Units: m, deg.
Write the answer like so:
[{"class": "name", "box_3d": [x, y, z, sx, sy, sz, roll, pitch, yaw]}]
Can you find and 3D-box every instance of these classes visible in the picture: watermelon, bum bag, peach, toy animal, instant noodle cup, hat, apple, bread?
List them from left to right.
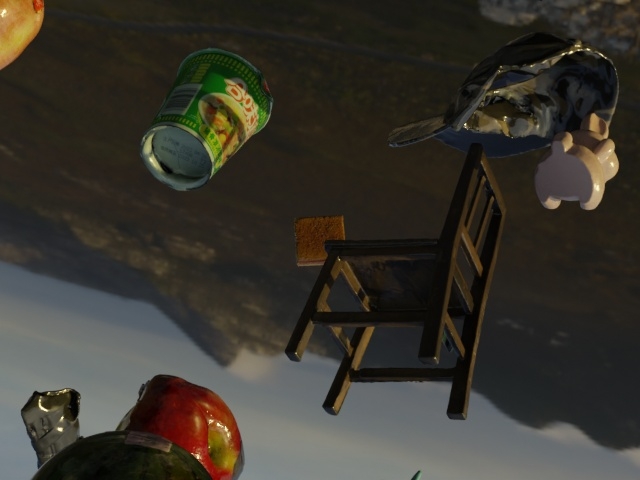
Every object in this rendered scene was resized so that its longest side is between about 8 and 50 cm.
[{"class": "apple", "box_3d": [-0.503, -0.341, 1.469, 0.209, 0.209, 0.164, 12, 144, 18]}, {"class": "bum bag", "box_3d": [-0.590, 0.449, 2.305, 0.080, 0.142, 0.326, 37, 145, 33]}, {"class": "watermelon", "box_3d": [-0.305, 0.461, 1.493, 0.363, 0.363, 0.363, 15, 173, 2]}, {"class": "peach", "box_3d": [-0.309, 0.389, 1.854, 0.338, 0.281, 0.281, -11, 159, 33]}, {"class": "instant noodle cup", "box_3d": [-0.223, -0.220, 1.906, 0.207, 0.232, 0.207, 12, 131, 14]}, {"class": "bread", "box_3d": [0.000, 0.000, 1.858, 0.094, 0.090, 0.035, -4, 164, 0]}, {"class": "hat", "box_3d": [0.310, -0.263, 1.855, 0.366, 0.257, 0.382, 4, -167, -37]}, {"class": "toy animal", "box_3d": [0.408, -0.123, 1.553, 0.124, 0.124, 0.212, 11, -153, 29]}]

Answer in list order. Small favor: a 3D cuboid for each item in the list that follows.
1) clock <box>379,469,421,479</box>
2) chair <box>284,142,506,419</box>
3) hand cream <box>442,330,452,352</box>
[{"class": "clock", "box_3d": [0.093, 0.529, 1.792, 0.094, 0.274, 0.223, 29, 148, 1]}, {"class": "chair", "box_3d": [0.135, 0.058, 1.632, 0.240, 0.416, 0.203, -4, 140, 27]}, {"class": "hand cream", "box_3d": [0.209, 0.145, 1.795, 0.023, 0.036, 0.122, -4, -141, -23]}]
